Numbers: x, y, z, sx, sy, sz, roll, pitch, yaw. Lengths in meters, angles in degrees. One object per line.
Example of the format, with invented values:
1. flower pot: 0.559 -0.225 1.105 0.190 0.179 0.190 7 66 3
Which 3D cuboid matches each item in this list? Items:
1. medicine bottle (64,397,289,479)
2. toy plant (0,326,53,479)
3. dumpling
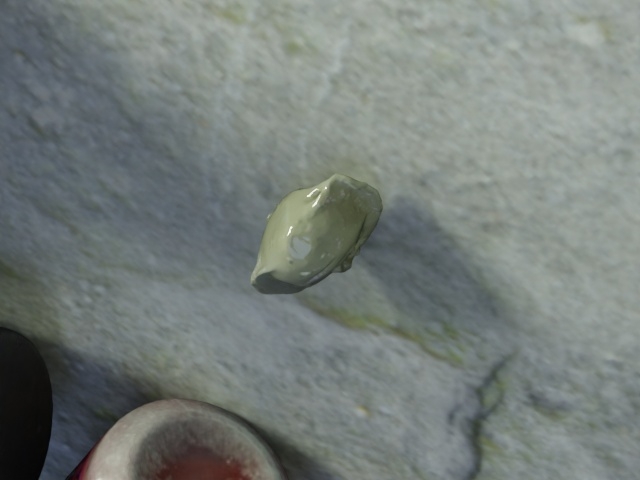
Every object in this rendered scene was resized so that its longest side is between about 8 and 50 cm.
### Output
1. medicine bottle: -0.125 0.214 1.052 0.147 0.147 0.247 36 137 -7
2. toy plant: -0.378 0.098 1.055 0.400 0.185 0.279 11 169 23
3. dumpling: 0.001 0.001 0.845 0.057 0.076 0.052 21 -179 -23
